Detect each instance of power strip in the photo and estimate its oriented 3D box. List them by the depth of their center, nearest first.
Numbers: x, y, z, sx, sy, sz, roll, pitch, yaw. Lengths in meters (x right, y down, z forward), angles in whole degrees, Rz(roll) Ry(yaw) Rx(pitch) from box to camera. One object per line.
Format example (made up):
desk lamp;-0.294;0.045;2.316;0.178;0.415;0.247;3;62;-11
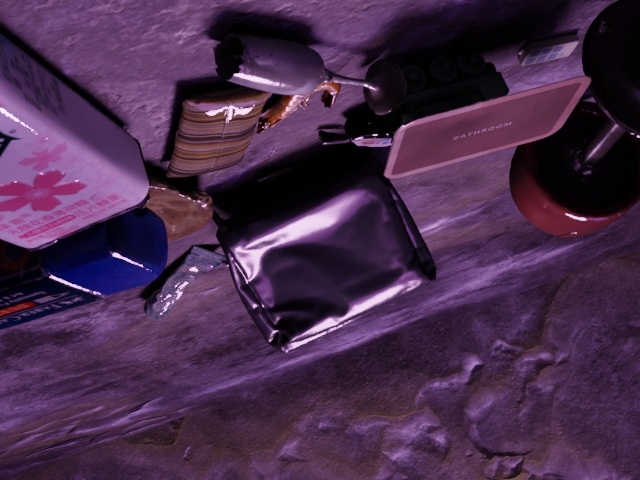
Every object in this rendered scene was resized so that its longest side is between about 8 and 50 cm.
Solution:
power strip;0.319;-0.267;1.266;0.090;0.016;0.040;-14;161;-16

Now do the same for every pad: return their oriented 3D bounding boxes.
pad;0.215;-0.145;1.187;0.266;0.002;0.176;-16;162;-9

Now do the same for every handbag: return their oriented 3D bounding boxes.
handbag;0.000;-0.001;1.448;0.301;0.275;0.178;-25;-156;7

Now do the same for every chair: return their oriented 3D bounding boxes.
chair;0.437;-0.166;1.365;0.226;0.227;0.401;-16;163;-10

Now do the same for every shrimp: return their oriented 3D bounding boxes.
shrimp;-0.030;-0.172;1.167;0.127;0.025;0.091;-33;160;29

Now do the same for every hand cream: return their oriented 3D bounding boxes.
hand cream;-0.254;0.083;1.651;0.075;0.052;0.248;-5;157;-41

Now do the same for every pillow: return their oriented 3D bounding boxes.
pillow;-0.133;-0.134;1.149;0.113;0.038;0.203;-13;162;-20

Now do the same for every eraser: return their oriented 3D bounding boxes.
eraser;-0.373;0.036;1.217;0.332;0.102;0.155;-15;157;21

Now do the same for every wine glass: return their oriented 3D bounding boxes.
wine glass;-0.012;-0.195;1.049;0.262;0.074;0.074;1;154;-44

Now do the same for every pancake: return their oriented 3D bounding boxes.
pancake;-0.267;-0.039;1.290;0.236;0.042;0.222;1;158;-41

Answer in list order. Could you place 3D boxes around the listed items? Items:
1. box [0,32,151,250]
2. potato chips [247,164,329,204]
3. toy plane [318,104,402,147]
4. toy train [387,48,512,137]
box;-0.333;-0.094;0.941;0.190;0.112;0.369;-21;162;9
potato chips;-0.048;-0.077;1.439;0.142;0.026;0.209;-19;162;5
toy plane;0.097;-0.159;1.310;0.197;0.053;0.078;-5;165;-37
toy train;0.166;-0.187;1.191;0.170;0.111;0.071;-17;161;-17
